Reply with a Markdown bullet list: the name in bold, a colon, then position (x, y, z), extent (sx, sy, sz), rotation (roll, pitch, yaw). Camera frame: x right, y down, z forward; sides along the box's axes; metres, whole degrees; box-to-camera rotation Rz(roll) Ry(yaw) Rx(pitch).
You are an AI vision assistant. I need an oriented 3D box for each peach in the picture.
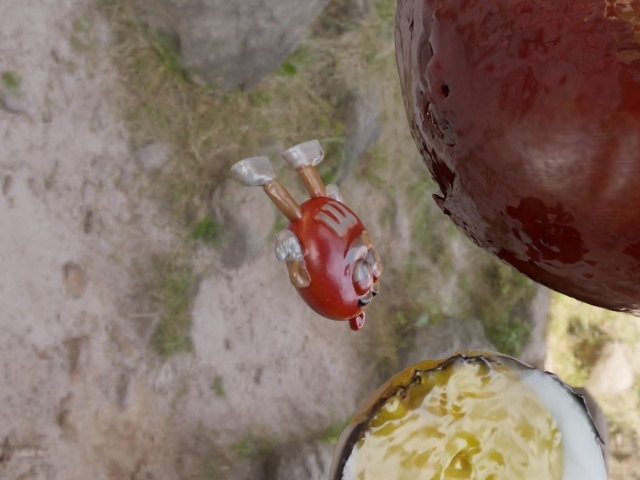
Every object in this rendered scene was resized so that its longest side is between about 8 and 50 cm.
- **peach**: position (0.233, -0.113, 0.685), extent (0.416, 0.353, 0.339), rotation (44, -11, 53)

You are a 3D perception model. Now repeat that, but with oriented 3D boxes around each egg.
- **egg**: position (0.147, 0.289, 1.113), extent (0.201, 0.336, 0.337), rotation (142, -51, -75)

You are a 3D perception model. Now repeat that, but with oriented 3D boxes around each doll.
- **doll**: position (0.000, 0.000, 1.056), extent (0.183, 0.085, 0.217), rotation (-26, 92, -57)
